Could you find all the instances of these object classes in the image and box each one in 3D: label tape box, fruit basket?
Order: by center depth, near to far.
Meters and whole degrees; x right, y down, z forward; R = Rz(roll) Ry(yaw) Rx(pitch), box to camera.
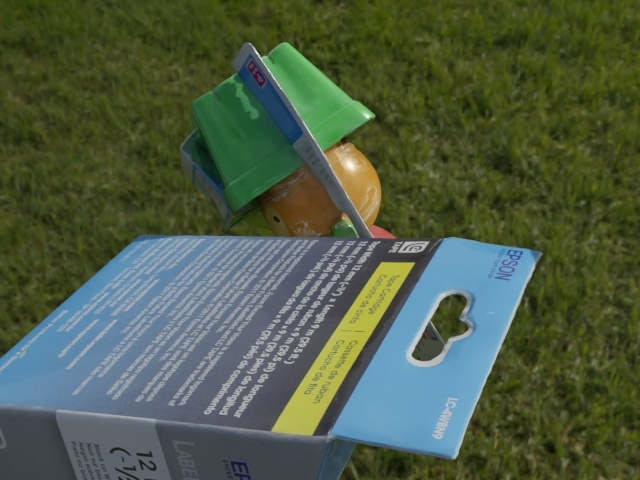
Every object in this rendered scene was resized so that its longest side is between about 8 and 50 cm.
[{"bbox_3d":[-0.036,0.097,0.688,0.348,0.115,0.249,2,28,23],"label":"label tape box"},{"bbox_3d":[0.000,0.000,0.953,0.165,0.327,0.353,-28,91,-9],"label":"fruit basket"}]
